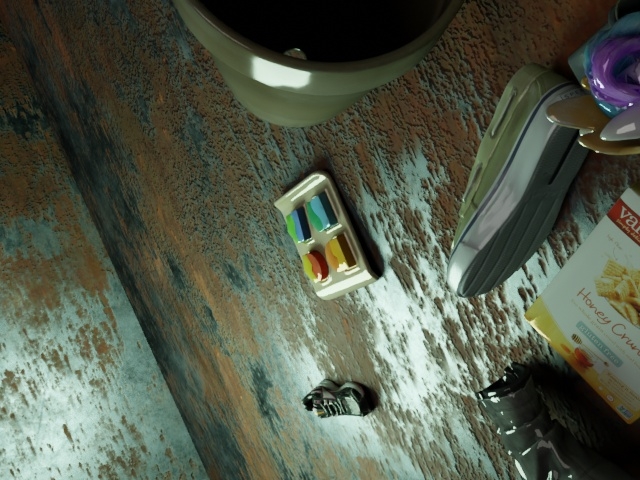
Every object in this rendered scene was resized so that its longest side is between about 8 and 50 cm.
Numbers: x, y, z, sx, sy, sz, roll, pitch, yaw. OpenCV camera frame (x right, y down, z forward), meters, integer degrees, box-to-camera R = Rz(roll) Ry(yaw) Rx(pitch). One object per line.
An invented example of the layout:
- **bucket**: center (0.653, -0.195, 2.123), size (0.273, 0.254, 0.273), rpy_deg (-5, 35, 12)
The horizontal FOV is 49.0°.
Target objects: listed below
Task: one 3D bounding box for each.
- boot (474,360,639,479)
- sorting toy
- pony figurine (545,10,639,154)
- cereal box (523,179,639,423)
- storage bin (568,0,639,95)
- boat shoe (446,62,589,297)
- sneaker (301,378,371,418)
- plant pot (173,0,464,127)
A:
- **boot**: center (0.282, 0.257, 0.826), size (0.223, 0.118, 0.338), rpy_deg (59, 168, 6)
- **sorting toy**: center (0.000, 0.000, 1.217), size (0.208, 0.038, 0.193), rpy_deg (63, 149, 1)
- **pony figurine**: center (0.324, -0.072, 0.327), size (0.351, 0.363, 0.303), rpy_deg (31, -114, -86)
- **cereal box**: center (0.339, 0.071, 0.748), size (0.173, 0.047, 0.240), rpy_deg (49, 146, 24)
- **storage bin**: center (0.288, -0.144, 0.635), size (0.135, 0.098, 0.091), rpy_deg (62, 159, 3)
- **boat shoe**: center (0.217, -0.059, 0.807), size (0.094, 0.109, 0.302), rpy_deg (60, 143, 37)
- **sneaker**: center (0.027, 0.324, 1.377), size (0.178, 0.077, 0.072), rpy_deg (-15, 100, 58)
- **plant pot**: center (-0.017, -0.276, 0.828), size (0.323, 0.323, 0.280), rpy_deg (58, 165, 10)
